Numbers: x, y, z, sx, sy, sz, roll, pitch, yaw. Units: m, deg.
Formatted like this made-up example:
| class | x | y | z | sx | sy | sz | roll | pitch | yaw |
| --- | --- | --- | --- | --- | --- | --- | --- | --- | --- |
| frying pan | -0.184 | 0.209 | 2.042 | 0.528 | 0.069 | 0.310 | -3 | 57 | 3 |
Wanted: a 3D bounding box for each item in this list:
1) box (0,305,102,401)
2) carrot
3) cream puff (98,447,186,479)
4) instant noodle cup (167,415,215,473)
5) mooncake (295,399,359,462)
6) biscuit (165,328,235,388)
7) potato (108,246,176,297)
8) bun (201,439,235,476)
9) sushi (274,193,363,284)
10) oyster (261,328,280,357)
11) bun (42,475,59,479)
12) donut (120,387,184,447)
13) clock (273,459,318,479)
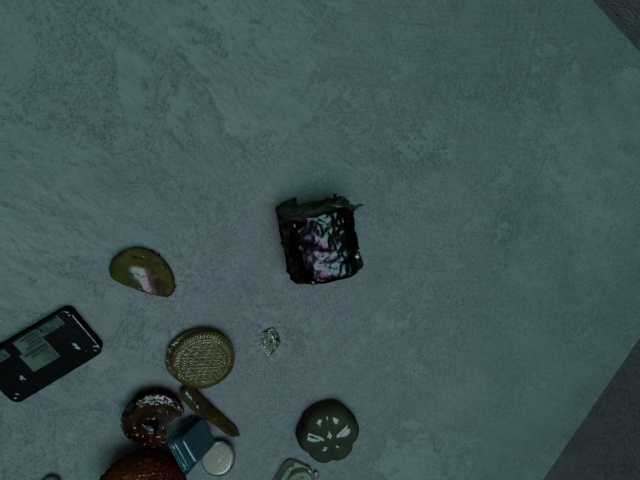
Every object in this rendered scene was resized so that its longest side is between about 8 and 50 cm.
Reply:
| class | x | y | z | sx | sy | sz | roll | pitch | yaw |
| --- | --- | --- | --- | --- | --- | --- | --- | --- | --- |
| box | -0.973 | 0.397 | 1.592 | 0.350 | 0.058 | 0.211 | -32 | 110 | -6 |
| carrot | -0.441 | 0.700 | 1.829 | 0.070 | 0.070 | 0.342 | -39 | 113 | -3 |
| cream puff | -0.655 | 0.904 | 1.707 | 0.350 | 0.350 | 0.229 | 19 | 60 | -20 |
| instant noodle cup | -0.488 | 0.780 | 1.760 | 0.070 | 0.179 | 0.157 | -26 | 93 | 26 |
| mooncake | 0.033 | 0.828 | 1.968 | 0.274 | 0.135 | 0.275 | -3 | 103 | -12 |
| biscuit | -0.460 | 0.452 | 1.745 | 0.259 | 0.079 | 0.259 | -5 | 107 | -16 |
| potato | -0.611 | 0.107 | 1.598 | 0.243 | 0.098 | 0.138 | 20 | 97 | -22 |
| bun | -0.418 | 0.896 | 1.876 | 0.138 | 0.094 | 0.138 | 3 | 69 | -7 |
| sushi | -0.002 | -0.002 | 1.640 | 0.281 | 0.299 | 0.295 | -17 | 108 | -28 |
| oyster | -0.204 | 0.411 | 1.831 | 0.098 | 0.037 | 0.100 | -35 | 111 | -5 |
| bun | -1.028 | 0.933 | 1.728 | 0.083 | 0.045 | 0.083 | -4 | 103 | -17 |
| donut | -0.645 | 0.671 | 1.743 | 0.216 | 0.096 | 0.230 | 19 | 99 | -18 |
| clock | -0.103 | 1.070 | 2.030 | 0.190 | 0.062 | 0.152 | 28 | 96 | -22 |
